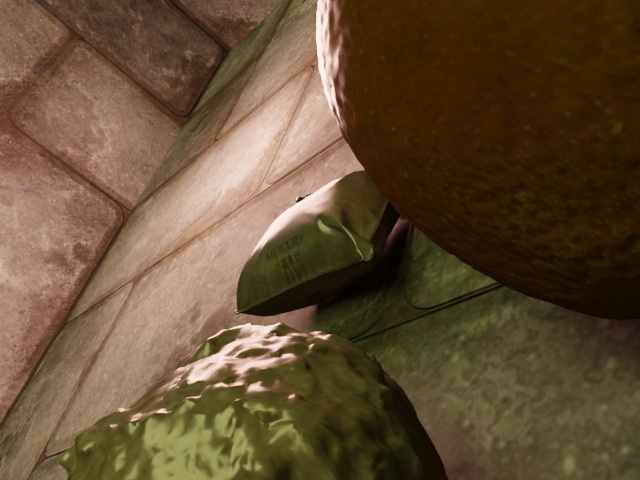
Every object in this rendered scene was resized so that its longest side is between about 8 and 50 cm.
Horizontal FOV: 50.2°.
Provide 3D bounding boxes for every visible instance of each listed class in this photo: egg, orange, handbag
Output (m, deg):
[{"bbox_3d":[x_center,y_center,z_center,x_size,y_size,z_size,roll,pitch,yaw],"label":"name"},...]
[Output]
[{"bbox_3d":[-0.042,0.199,0.454,0.310,0.279,0.279,-54,17,36],"label":"egg"},{"bbox_3d":[0.169,-0.124,0.447,0.322,0.356,0.322,-31,-3,-2],"label":"orange"},{"bbox_3d":[0.000,0.000,0.871,0.270,0.117,0.182,-27,24,45],"label":"handbag"}]

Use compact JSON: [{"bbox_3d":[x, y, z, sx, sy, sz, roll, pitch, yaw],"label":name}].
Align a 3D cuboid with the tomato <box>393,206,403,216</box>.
[{"bbox_3d":[0.121,-0.145,0.718,0.180,0.259,0.259,-26,27,8],"label":"tomato"}]
